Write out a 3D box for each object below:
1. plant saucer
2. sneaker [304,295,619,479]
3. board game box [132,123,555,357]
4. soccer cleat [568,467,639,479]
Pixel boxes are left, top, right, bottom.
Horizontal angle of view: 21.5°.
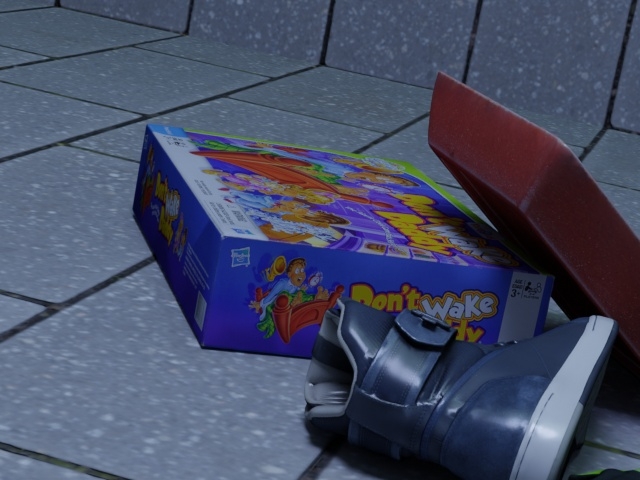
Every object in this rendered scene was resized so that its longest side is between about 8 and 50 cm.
[{"bbox_3d":[0.178,0.012,1.171,0.258,0.048,0.259,49,-1,-21],"label":"plant saucer"},{"bbox_3d":[0.084,0.075,0.995,0.163,0.086,0.226,17,15,15],"label":"sneaker"},{"bbox_3d":[0.000,0.000,1.264,0.233,0.078,0.347,7,14,-16],"label":"board game box"},{"bbox_3d":[0.143,0.148,0.818,0.072,0.060,0.179,4,5,11],"label":"soccer cleat"}]
